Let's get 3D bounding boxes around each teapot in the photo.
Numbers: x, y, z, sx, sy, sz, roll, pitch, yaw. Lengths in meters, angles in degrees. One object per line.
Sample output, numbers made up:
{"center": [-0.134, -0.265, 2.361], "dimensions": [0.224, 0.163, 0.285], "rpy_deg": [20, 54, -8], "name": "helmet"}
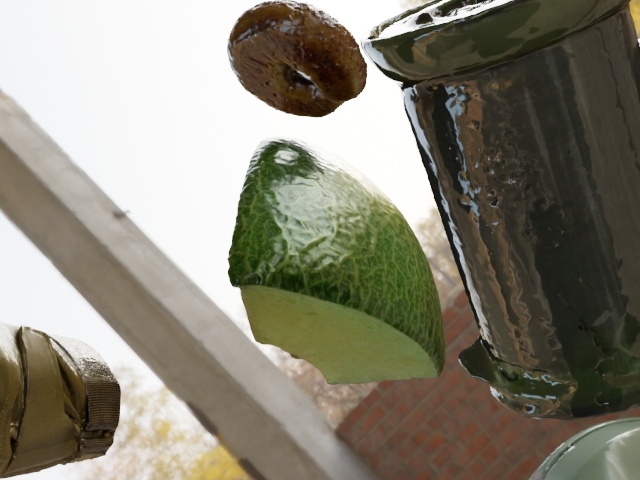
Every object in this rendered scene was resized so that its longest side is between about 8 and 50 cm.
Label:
{"center": [0.204, -0.040, 0.633], "dimensions": [0.270, 0.337, 0.200], "rpy_deg": [-18, 18, 7], "name": "teapot"}

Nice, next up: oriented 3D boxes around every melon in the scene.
{"center": [0.000, 0.000, 1.058], "dimensions": [0.226, 0.331, 0.344], "rpy_deg": [-45, 37, 40], "name": "melon"}

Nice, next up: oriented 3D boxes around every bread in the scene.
{"center": [-0.032, -0.231, 1.069], "dimensions": [0.193, 0.193, 0.064], "rpy_deg": [117, 174, -60], "name": "bread"}

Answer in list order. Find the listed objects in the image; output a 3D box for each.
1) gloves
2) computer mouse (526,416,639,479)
{"center": [-0.286, 0.106, 0.612], "dimensions": [0.141, 0.154, 0.331], "rpy_deg": [-13, -20, 27], "name": "gloves"}
{"center": [0.139, 0.227, 0.483], "dimensions": [0.159, 0.097, 0.288], "rpy_deg": [2, -66, -34], "name": "computer mouse"}
